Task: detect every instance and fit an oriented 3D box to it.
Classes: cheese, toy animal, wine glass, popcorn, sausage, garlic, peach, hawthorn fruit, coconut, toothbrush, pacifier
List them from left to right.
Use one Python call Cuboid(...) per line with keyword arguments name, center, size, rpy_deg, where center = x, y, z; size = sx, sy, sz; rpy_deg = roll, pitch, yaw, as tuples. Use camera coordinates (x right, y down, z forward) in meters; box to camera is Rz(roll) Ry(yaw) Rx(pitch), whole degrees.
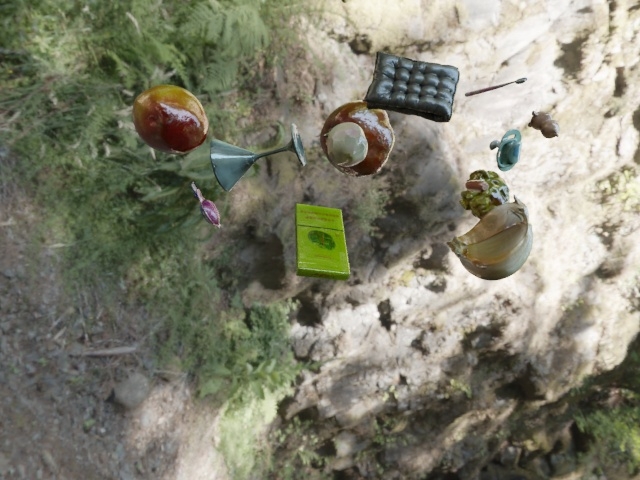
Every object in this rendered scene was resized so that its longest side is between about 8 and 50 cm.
Cuboid(name="peach", center=(-0.627, -0.500, 2.016), size=(0.332, 0.307, 0.308), rpy_deg=(-89, 168, -71))
Cuboid(name="cheese", center=(-0.538, -0.163, 2.260), size=(0.244, 0.062, 0.155), rpy_deg=(60, 4, -23))
Cuboid(name="wine glass", center=(-0.288, -0.399, 2.286), size=(0.267, 0.405, 0.268), rpy_deg=(-12, 90, -81))
Cuboid(name="coconut", center=(0.104, -0.377, 1.926), size=(0.183, 0.170, 0.171), rpy_deg=(-87, 170, -53))
Cuboid(name="hawthorn fruit", center=(0.170, -0.525, 2.503), size=(0.403, 0.402, 0.404), rpy_deg=(166, -90, -85))
Cuboid(name="sausage", center=(0.450, -0.158, 1.392), size=(0.083, 0.034, 0.034), rpy_deg=(-152, -132, -72))
Cuboid(name="popcorn", center=(0.661, -0.183, 1.942), size=(0.169, 0.189, 0.218), rpy_deg=(-45, -160, 51))
Cuboid(name="toothbrush", center=(0.735, -0.646, 2.043), size=(0.286, 0.025, 0.020), rpy_deg=(1, -48, 51))
Cuboid(name="garlic", center=(0.641, 0.004, 1.763), size=(0.250, 0.312, 0.286), rpy_deg=(63, 9, 5))
Cuboid(name="pacifier", center=(0.627, -0.313, 1.661), size=(0.116, 0.126, 0.151), rpy_deg=(35, -36, 47))
Cuboid(name="toy animal", center=(0.846, -0.436, 1.817), size=(0.150, 0.089, 0.084), rpy_deg=(-122, -146, -44))

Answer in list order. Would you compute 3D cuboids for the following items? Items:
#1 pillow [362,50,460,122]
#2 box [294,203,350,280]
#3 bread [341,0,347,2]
Cuboid(name="pillow", center=(0.338, -0.567, 1.777), size=(0.101, 0.325, 0.228), rpy_deg=(72, 32, -70))
Cuboid(name="box", center=(0.000, 0.000, 1.774), size=(0.335, 0.186, 0.047), rpy_deg=(-95, -163, -44))
Cuboid(name="bread", center=(0.077, -0.818, 1.537), size=(0.110, 0.024, 0.110), rpy_deg=(5, 90, -71))
